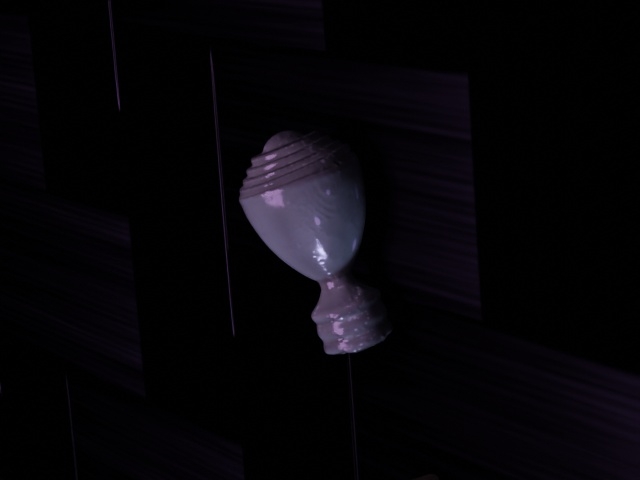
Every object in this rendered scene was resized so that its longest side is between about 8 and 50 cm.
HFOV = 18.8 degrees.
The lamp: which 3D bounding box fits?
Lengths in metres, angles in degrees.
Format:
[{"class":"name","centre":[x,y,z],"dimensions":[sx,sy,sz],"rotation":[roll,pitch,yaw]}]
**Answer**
[{"class":"lamp","centre":[0.000,0.000,1.615],"dimensions":[0.106,0.106,0.193],"rotation":[-11,100,59]}]

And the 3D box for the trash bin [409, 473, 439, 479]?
[{"class":"trash bin","centre":[0.062,0.237,1.625],"dimensions":[0.043,0.061,0.092],"rotation":[66,149,18]}]
